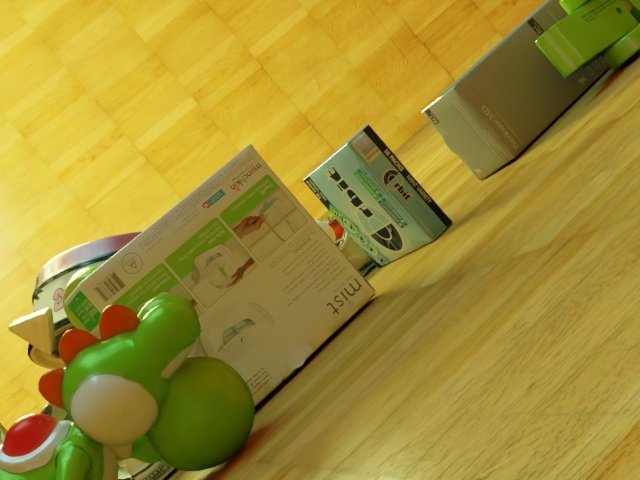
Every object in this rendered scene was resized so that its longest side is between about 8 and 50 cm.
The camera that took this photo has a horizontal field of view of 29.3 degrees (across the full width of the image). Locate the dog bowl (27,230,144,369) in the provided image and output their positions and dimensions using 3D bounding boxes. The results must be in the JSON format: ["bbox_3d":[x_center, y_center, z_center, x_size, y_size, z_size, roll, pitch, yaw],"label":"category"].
[{"bbox_3d":[-0.344,0.111,2.266,0.408,0.150,0.408,-12,-20,-4],"label":"dog bowl"}]

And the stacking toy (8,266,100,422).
[{"bbox_3d":[-0.372,0.212,2.022,0.309,0.279,0.130,-31,18,26],"label":"stacking toy"}]

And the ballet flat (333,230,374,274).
[{"bbox_3d":[-0.021,0.069,1.684,0.232,0.073,0.080,-41,3,-6],"label":"ballet flat"}]

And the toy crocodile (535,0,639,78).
[{"bbox_3d":[0.388,-0.301,1.589,0.340,0.115,0.105,-41,-3,-36],"label":"toy crocodile"}]

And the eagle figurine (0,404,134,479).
[{"bbox_3d":[-0.352,0.323,1.540,0.226,0.225,0.298,-3,-34,-1],"label":"eagle figurine"}]

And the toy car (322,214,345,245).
[{"bbox_3d":[0.000,0.000,2.544,0.239,0.053,0.225,-38,4,32],"label":"toy car"}]

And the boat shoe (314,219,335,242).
[{"bbox_3d":[-0.078,0.026,2.385,0.156,0.136,0.367,-43,7,-29],"label":"boat shoe"}]

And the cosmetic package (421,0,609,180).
[{"bbox_3d":[0.262,-0.204,1.620,0.238,0.127,0.107,-45,4,-29],"label":"cosmetic package"}]

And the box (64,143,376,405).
[{"bbox_3d":[-0.112,0.065,1.398,0.262,0.231,0.127,-43,4,-23],"label":"box"}]

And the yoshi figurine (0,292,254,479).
[{"bbox_3d":[-0.195,0.230,1.184,0.362,0.203,0.203,-54,-39,7],"label":"yoshi figurine"}]

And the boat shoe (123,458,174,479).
[{"bbox_3d":[-0.196,0.223,1.518,0.096,0.088,0.267,-40,4,16],"label":"boat shoe"}]

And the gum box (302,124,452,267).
[{"bbox_3d":[0.067,-0.050,1.537,0.041,0.157,0.184,-43,4,-21],"label":"gum box"}]
